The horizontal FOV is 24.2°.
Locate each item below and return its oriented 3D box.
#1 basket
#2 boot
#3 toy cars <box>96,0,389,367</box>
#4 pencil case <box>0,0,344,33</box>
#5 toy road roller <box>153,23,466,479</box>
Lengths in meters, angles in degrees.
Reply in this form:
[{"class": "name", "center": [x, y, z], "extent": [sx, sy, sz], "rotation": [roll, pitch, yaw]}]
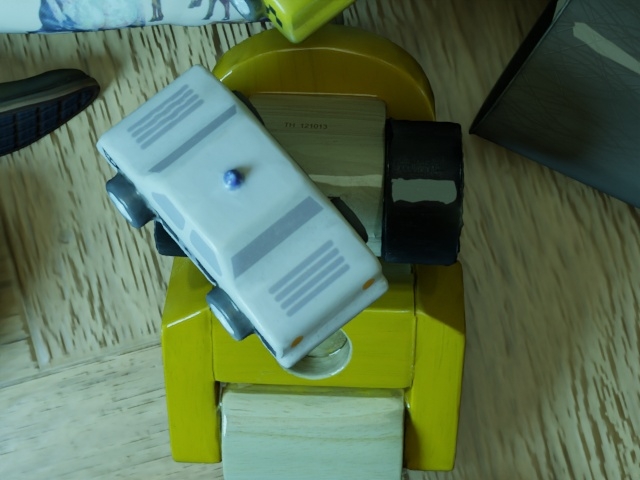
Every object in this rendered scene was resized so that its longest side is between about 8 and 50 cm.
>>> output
[{"class": "basket", "center": [0.257, -0.100, 1.070], "extent": [0.227, 0.154, 0.204], "rotation": [33, 91, -1]}, {"class": "boot", "center": [-0.281, -0.112, 1.111], "extent": [0.219, 0.082, 0.106], "rotation": [-21, 74, -17]}, {"class": "toy cars", "center": [-0.047, -0.123, 0.895], "extent": [0.176, 0.087, 0.394], "rotation": [0, 70, 1]}, {"class": "pencil case", "center": [-0.176, -0.218, 1.064], "extent": [0.410, 0.183, 0.160], "rotation": [-2, 120, 0]}, {"class": "toy road roller", "center": [0.000, 0.000, 1.072], "extent": [0.202, 0.240, 0.329], "rotation": [2, 125, 2]}]
